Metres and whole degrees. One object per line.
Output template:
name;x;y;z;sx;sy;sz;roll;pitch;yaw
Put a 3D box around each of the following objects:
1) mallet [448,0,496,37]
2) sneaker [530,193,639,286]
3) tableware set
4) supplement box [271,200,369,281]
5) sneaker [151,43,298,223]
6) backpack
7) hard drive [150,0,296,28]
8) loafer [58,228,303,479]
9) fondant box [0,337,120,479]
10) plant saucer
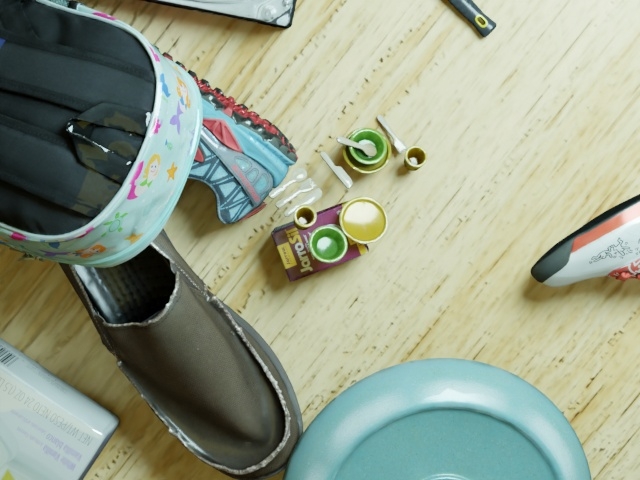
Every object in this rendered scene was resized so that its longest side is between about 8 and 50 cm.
mallet;0.105;-0.277;1.592;0.189;0.039;0.062;37;93;-6
sneaker;0.348;0.015;1.576;0.270;0.090;0.145;-30;91;2
tableware set;0.035;-0.050;1.582;0.154;0.024;0.104;-35;81;-19
supplement box;0.000;0.000;1.614;0.083;0.043;0.055;-22;94;5
sneaker;-0.158;-0.109;1.583;0.262;0.104;0.125;33;98;0
backpack;-0.231;-0.092;1.440;0.253;0.191;0.225;15;80;28
hard drive;-0.111;-0.391;1.575;0.237;0.064;0.339;12;95;1
loafer;-0.157;0.088;1.585;0.134;0.130;0.366;-39;92;5
fondant box;-0.389;0.253;1.630;0.238;0.096;0.330;34;97;-1
plant saucer;0.117;0.273;1.606;0.317;0.044;0.318;-1;101;-5
